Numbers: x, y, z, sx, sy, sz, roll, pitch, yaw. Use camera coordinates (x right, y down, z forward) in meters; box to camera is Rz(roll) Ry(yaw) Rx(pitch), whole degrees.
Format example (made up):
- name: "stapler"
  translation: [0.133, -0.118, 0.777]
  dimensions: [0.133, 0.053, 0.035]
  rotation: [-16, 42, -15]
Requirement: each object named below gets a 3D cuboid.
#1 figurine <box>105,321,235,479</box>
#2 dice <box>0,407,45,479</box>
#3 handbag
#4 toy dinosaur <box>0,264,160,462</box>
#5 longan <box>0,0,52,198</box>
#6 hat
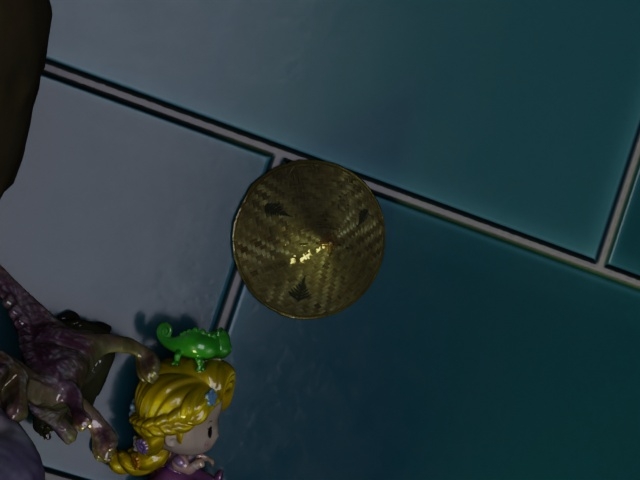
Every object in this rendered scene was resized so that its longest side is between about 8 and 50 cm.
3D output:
- name: "figurine"
  translation: [-0.134, 0.143, 1.549]
  dimensions: [0.115, 0.095, 0.156]
  rotation: [9, 109, 3]
- name: "dice"
  translation: [-0.380, 0.228, 1.336]
  dimensions: [0.270, 0.271, 0.270]
  rotation: [29, 104, 1]
- name: "handbag"
  translation: [-0.217, 0.117, 1.538]
  dimensions: [0.072, 0.047, 0.111]
  rotation: [23, 84, -18]
- name: "toy dinosaur"
  translation: [-0.225, 0.077, 1.466]
  dimensions: [0.072, 0.251, 0.200]
  rotation: [-37, 126, 24]
- name: "longan"
  translation: [-0.409, -0.149, 1.295]
  dimensions: [0.435, 0.404, 0.404]
  rotation: [17, 88, 13]
- name: "hat"
  translation: [0.000, 0.000, 1.591]
  dimensions: [0.146, 0.067, 0.146]
  rotation: [-1, 93, -17]
